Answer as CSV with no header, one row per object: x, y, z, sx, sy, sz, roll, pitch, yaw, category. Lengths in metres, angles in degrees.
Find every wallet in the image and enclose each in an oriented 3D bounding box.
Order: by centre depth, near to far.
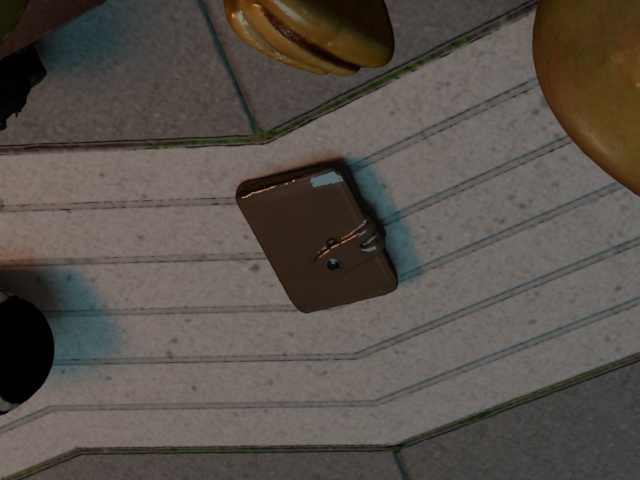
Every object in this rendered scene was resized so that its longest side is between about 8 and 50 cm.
0.000,0.000,1.209,0.118,0.038,0.152,-16,123,20,wallet

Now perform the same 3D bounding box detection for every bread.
-0.016,-0.194,0.962,0.116,0.200,0.077,30,124,-31,bread

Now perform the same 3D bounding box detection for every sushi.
-0.265,-0.107,1.040,0.192,0.215,0.050,-23,105,22,sushi

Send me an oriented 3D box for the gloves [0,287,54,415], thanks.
-0.365,0.103,1.286,0.219,0.131,0.140,4,139,42,gloves

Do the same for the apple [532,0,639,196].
0.319,-0.144,0.899,0.319,0.319,0.277,-34,114,27,apple

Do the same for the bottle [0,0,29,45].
-0.280,-0.191,0.894,0.172,0.351,0.171,2,127,3,bottle
